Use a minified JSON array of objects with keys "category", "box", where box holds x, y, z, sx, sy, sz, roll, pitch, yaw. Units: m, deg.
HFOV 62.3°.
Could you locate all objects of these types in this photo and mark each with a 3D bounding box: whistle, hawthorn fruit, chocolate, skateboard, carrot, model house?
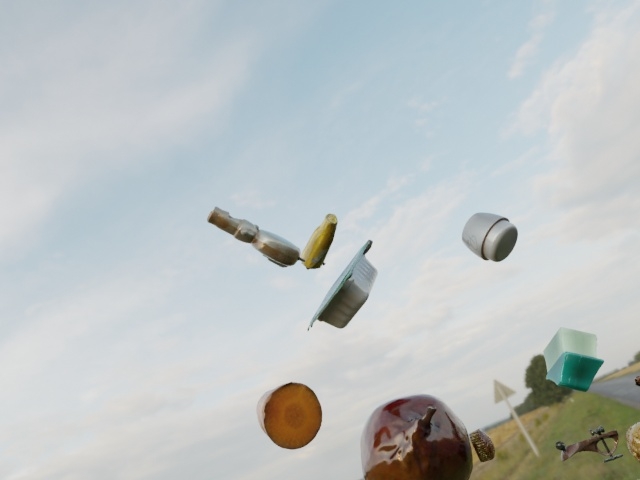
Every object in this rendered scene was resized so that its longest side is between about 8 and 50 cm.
[{"category":"whistle","box":[-0.131,-0.002,1.094,0.057,0.220,0.107,-61,11,1]},{"category":"hawthorn fruit","box":[0.245,0.542,1.353,0.309,0.308,0.325,-24,-9,-2]},{"category":"chocolate","box":[0.000,0.000,1.644,0.086,0.085,0.219,-11,-34,-28]},{"category":"skateboard","box":[0.668,0.516,1.313,0.152,0.080,0.067,-29,-29,17]},{"category":"carrot","box":[-0.109,0.445,1.382,0.159,0.158,0.225,-11,-6,-27]},{"category":"model house","box":[0.659,0.324,1.383,0.101,0.148,0.127,13,-46,4]}]

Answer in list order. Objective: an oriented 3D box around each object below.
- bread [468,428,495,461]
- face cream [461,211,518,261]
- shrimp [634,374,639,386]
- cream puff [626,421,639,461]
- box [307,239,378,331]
[{"category":"bread","box":[0.446,0.560,1.452,0.053,0.085,0.085,-26,-25,8]},{"category":"face cream","box":[0.419,-0.010,1.312,0.117,0.104,0.117,-23,-53,-33]},{"category":"shrimp","box":[0.928,0.389,1.450,0.117,0.066,0.262,-7,-31,29]},{"category":"cream puff","box":[0.817,0.503,1.301,0.133,0.120,0.104,-24,-46,-65]},{"category":"box","box":[0.098,0.168,1.764,0.264,0.106,0.336,-55,-1,25]}]
